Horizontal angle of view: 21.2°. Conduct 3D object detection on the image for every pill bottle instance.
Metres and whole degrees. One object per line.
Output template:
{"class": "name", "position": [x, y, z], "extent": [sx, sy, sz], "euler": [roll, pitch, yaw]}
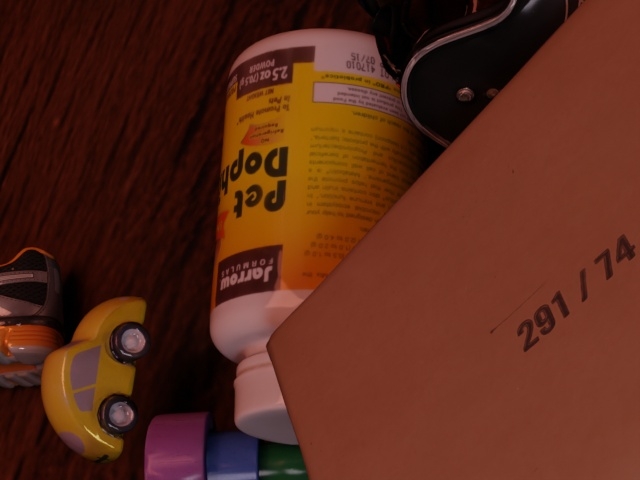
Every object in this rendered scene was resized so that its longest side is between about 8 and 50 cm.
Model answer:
{"class": "pill bottle", "position": [0.000, 0.000, 0.945], "extent": [0.117, 0.117, 0.215], "euler": [-12, 65, 33]}

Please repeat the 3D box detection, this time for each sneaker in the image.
{"class": "sneaker", "position": [-0.255, 0.056, 1.143], "extent": [0.215, 0.084, 0.083], "euler": [-6, 65, 25]}

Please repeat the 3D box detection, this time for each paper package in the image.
{"class": "paper package", "position": [0.154, 0.047, 0.718], "extent": [0.325, 0.168, 0.309], "euler": [-47, 27, 14]}

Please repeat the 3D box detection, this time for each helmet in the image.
{"class": "helmet", "position": [0.108, -0.134, 0.884], "extent": [0.161, 0.169, 0.169], "euler": [-47, 50, 23]}

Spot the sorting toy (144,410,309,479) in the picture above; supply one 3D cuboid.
{"class": "sorting toy", "position": [-0.029, 0.262, 0.892], "extent": [0.126, 0.127, 0.365], "euler": [-3, 64, 5]}

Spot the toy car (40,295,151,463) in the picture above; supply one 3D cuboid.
{"class": "toy car", "position": [-0.152, 0.172, 0.967], "extent": [0.239, 0.053, 0.225], "euler": [-97, 28, -48]}
